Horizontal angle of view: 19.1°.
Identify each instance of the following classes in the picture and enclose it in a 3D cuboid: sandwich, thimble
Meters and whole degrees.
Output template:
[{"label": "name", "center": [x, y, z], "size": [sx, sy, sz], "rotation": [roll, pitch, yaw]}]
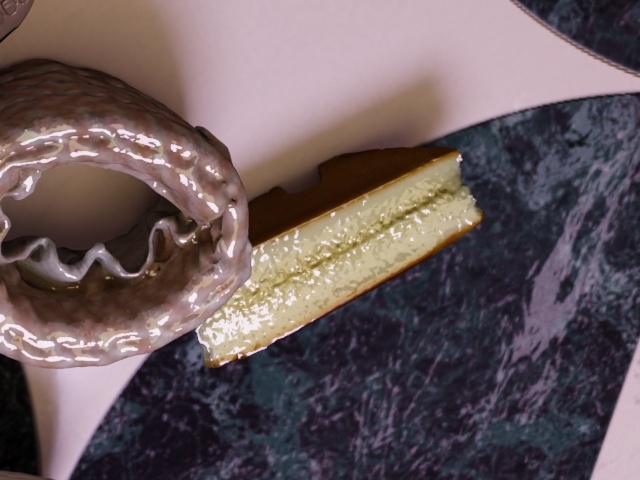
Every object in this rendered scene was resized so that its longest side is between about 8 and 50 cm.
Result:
[{"label": "sandwich", "center": [0.000, 0.000, 1.460], "size": [0.244, 0.088, 0.090], "rotation": [-27, 114, -4]}, {"label": "thimble", "center": [-0.175, -0.023, 1.339], "size": [0.229, 0.148, 0.196], "rotation": [-14, 117, -19]}]

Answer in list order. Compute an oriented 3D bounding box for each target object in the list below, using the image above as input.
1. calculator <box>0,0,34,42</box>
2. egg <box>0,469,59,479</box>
[{"label": "calculator", "center": [-0.270, -0.156, 1.302], "size": [0.166, 0.024, 0.103], "rotation": [-34, 123, -6]}, {"label": "egg", "center": [-0.302, 0.281, 1.355], "size": [0.201, 0.337, 0.337], "rotation": [38, 97, -20]}]
